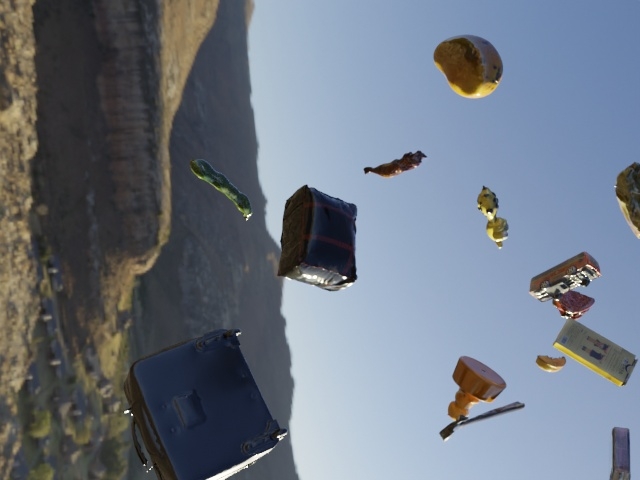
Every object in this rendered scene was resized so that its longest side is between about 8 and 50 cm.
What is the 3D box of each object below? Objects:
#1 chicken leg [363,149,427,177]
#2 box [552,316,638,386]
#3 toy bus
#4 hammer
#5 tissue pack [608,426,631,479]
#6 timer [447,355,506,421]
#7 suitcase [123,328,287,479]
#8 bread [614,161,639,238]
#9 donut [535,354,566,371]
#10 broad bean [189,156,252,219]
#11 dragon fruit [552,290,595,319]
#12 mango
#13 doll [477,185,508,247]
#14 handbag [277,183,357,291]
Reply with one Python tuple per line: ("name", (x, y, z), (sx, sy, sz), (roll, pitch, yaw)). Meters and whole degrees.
("chicken leg", (0.236, -0.235, 2.136), (0.048, 0.219, 0.089), (60, 27, -24))
("box", (0.534, 0.216, 1.304), (0.149, 0.073, 0.020), (33, -33, 19))
("toy bus", (0.643, 0.097, 1.773), (0.192, 0.065, 0.077), (-37, -155, 43))
("hammer", (0.393, 0.420, 1.594), (0.125, 0.297, 0.027), (-53, -125, 38))
("tissue pack", (0.751, 0.561, 1.683), (0.156, 0.051, 0.112), (-53, 141, -54))
("timer", (0.366, 0.384, 1.664), (0.152, 0.132, 0.132), (-61, -162, 11))
("suitcase", (-0.300, 0.424, 1.663), (0.345, 0.339, 0.188), (63, -35, 16))
("bread", (0.857, -0.037, 1.597), (0.370, 0.191, 0.314), (44, 16, 19))
("donut", (0.672, 0.355, 1.953), (0.067, 0.083, 0.037), (36, -54, 34))
("broad bean", (-0.276, -0.152, 1.914), (0.256, 0.053, 0.052), (44, 14, -35))
("dragon fruit", (0.810, 0.214, 2.198), (0.096, 0.147, 0.102), (-65, 153, -8))
("mango", (0.305, -0.363, 1.374), (0.090, 0.115, 0.178), (51, 14, -45))
("doll", (0.668, -0.087, 2.586), (0.291, 0.086, 0.117), (59, 32, -38))
("handbag", (0.000, 0.000, 1.511), (0.155, 0.169, 0.215), (-32, -133, 49))
